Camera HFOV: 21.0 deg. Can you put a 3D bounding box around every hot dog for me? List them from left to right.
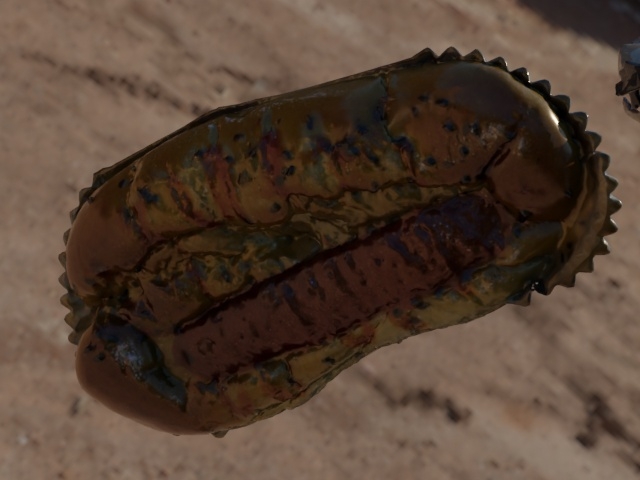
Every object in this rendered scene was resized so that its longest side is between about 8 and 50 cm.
[{"bbox_3d":[0.000,0.000,0.703,0.131,0.252,0.069,63,24,-12],"label":"hot dog"}]

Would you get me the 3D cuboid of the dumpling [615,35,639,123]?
[{"bbox_3d":[0.337,-0.106,1.134,0.293,0.204,0.163,33,-13,36],"label":"dumpling"}]
